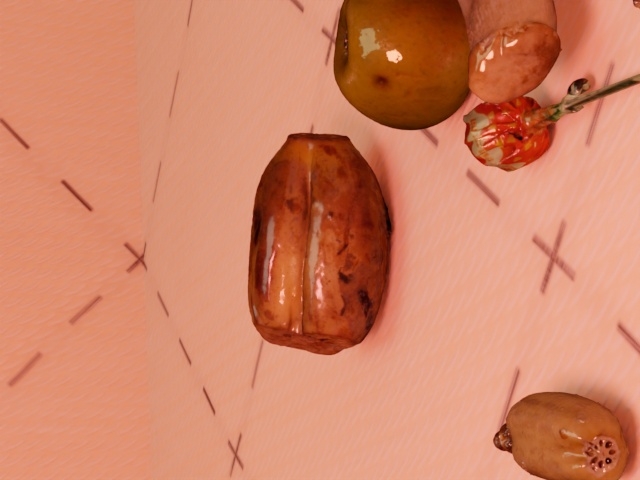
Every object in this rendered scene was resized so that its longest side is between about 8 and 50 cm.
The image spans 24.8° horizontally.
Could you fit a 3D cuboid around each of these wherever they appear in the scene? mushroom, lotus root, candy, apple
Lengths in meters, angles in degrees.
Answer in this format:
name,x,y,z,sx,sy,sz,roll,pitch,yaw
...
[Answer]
name,x,y,z,sx,sy,sz,roll,pitch,yaw
mushroom,0.192,-0.301,1.523,0.123,0.095,0.351,-25,51,39
lotus root,0.232,0.191,1.413,0.183,0.077,0.090,173,90,-68
candy,0.245,-0.135,1.455,0.288,0.084,0.078,-21,64,58
lotus root,0.000,-0.001,1.886,0.193,0.193,0.290,164,111,-66
apple,0.099,-0.227,1.702,0.196,0.157,0.196,-177,90,-76

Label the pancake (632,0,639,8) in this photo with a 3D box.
name,x,y,z,sx,sy,sz,roll,pitch,yaw
pancake,0.355,-0.281,1.252,0.288,0.033,0.286,125,141,-52
